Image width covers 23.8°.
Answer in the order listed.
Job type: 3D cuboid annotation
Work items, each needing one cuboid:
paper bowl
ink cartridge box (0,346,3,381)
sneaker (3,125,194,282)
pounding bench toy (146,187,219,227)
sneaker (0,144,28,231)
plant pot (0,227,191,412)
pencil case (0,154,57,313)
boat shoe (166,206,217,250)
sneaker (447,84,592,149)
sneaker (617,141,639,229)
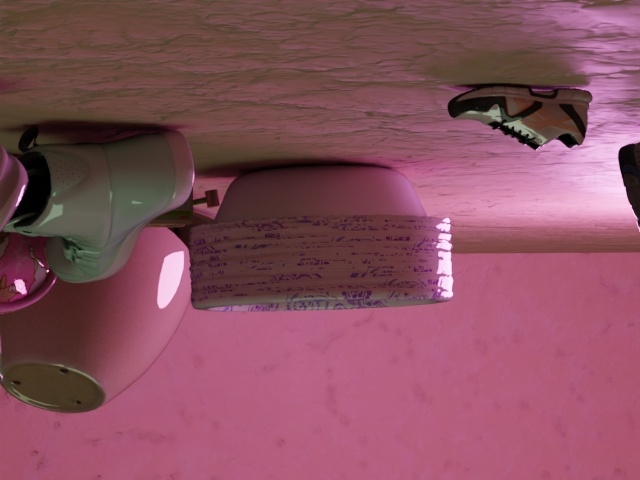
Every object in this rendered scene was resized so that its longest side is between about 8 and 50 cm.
[{"bbox_3d":[0.000,0.000,1.633,0.284,0.148,0.284,-1,177,0],"label":"paper bowl"},{"bbox_3d":[-0.426,0.101,1.621,0.153,0.087,0.208,-31,-149,5],"label":"ink cartridge box"},{"bbox_3d":[-0.228,-0.028,1.313,0.151,0.094,0.256,-5,161,-32],"label":"sneaker"},{"bbox_3d":[-0.158,-0.042,1.688,0.083,0.052,0.065,-1,177,-16],"label":"pounding bench toy"},{"bbox_3d":[-0.336,-0.070,1.051,0.281,0.105,0.115,2,145,29],"label":"sneaker"},{"bbox_3d":[-0.306,0.098,1.857,0.284,0.190,0.284,5,146,4],"label":"plant pot"},{"bbox_3d":[-0.429,0.004,1.520,0.386,0.167,0.160,-4,132,39],"label":"pencil case"},{"bbox_3d":[-0.238,-0.003,1.989,0.302,0.113,0.103,4,-168,8],"label":"boat shoe"},{"bbox_3d":[0.144,-0.087,1.082,0.109,0.043,0.040,1,178,-13],"label":"sneaker"},{"bbox_3d":[0.333,-0.066,1.234,0.129,0.111,0.297,-17,-179,-2],"label":"sneaker"}]
